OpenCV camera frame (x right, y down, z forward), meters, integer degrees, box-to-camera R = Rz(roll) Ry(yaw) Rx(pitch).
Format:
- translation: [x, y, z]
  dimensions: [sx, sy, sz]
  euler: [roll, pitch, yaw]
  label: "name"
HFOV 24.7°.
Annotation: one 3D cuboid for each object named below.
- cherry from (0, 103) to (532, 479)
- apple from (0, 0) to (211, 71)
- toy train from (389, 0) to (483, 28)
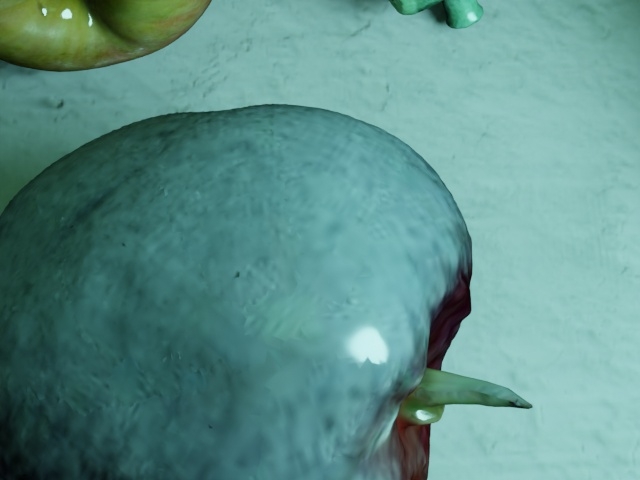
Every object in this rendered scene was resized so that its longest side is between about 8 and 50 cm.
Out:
- translation: [-0.040, 0.055, 0.745]
  dimensions: [0.296, 0.218, 0.255]
  euler: [11, 98, 7]
  label: "cherry"
- translation: [-0.145, -0.193, 0.837]
  dimensions: [0.209, 0.209, 0.164]
  euler: [-3, 66, -5]
  label: "apple"
- translation: [0.150, -0.253, 0.876]
  dimensions: [0.369, 0.237, 0.150]
  euler: [-26, 35, 0]
  label: "toy train"
